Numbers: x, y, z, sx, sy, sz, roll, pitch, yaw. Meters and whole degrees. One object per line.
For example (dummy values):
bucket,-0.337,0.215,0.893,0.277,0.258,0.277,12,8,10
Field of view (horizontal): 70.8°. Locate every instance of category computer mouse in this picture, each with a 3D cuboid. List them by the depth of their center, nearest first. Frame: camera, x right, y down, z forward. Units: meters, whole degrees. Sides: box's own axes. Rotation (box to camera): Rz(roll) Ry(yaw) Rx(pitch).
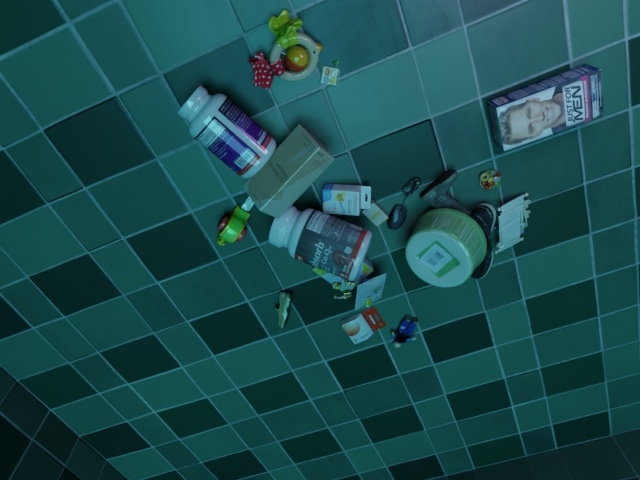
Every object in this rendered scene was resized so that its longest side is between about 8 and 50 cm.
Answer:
computer mouse,0.336,-0.141,1.802,0.071,0.041,0.242,17,119,-10

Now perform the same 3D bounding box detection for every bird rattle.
bird rattle,-0.108,-0.595,1.468,0.207,0.143,0.253,13,125,-28

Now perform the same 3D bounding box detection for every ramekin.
ramekin,0.483,0.039,1.774,0.303,0.148,0.303,20,131,24

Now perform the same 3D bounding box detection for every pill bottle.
pill bottle,-0.323,-0.376,1.559,0.323,0.181,0.181,40,113,-22
pill bottle,0.000,0.000,1.744,0.363,0.210,0.210,21,121,8

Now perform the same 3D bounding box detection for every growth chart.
growth chart,0.786,-0.070,1.842,0.172,0.021,0.237,-21,122,-14

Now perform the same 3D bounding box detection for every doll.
doll,0.404,0.447,2.162,0.129,0.046,0.189,18,119,-11

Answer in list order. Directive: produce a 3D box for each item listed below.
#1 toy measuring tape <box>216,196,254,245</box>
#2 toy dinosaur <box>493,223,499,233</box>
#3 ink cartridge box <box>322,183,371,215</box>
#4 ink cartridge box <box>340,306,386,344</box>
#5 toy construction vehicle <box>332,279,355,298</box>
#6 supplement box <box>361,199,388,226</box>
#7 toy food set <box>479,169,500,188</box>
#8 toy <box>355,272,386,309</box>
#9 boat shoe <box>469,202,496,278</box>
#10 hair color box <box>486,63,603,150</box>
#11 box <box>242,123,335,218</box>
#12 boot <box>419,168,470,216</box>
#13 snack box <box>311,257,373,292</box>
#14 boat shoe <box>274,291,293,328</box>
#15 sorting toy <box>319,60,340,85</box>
toy measuring tape,-0.314,-0.091,1.774,0.121,0.121,0.330,33,115,-20
toy dinosaur,0.718,-0.055,1.867,0.082,0.047,0.090,-37,106,-1
ink cartridge box,0.102,-0.158,1.752,0.181,0.061,0.104,4,122,11
ink cartridge box,0.207,0.406,2.134,0.179,0.045,0.145,-24,120,16
toy construction vehicle,0.103,0.211,1.935,0.098,0.035,0.086,-6,124,2
supplement box,0.220,-0.111,1.819,0.062,0.036,0.098,-39,115,21
toy food set,0.665,-0.238,1.762,0.082,0.020,0.083,-18,120,9
toy,0.206,0.212,1.970,0.137,0.056,0.237,-23,146,-13
boat shoe,0.638,0.022,1.840,0.127,0.113,0.340,25,127,34
hair color box,0.784,-0.462,1.579,0.347,0.105,0.174,-19,120,11
box,-0.116,-0.243,1.623,0.311,0.148,0.121,-46,151,13
boot,0.520,-0.160,1.775,0.208,0.076,0.189,39,128,-15
snack box,0.094,0.110,1.933,0.207,0.070,0.174,36,114,-23
boat shoe,-0.176,0.314,2.063,0.072,0.068,0.190,14,111,4
sorting toy,0.035,-0.577,1.542,0.062,0.012,0.083,9,121,-6
